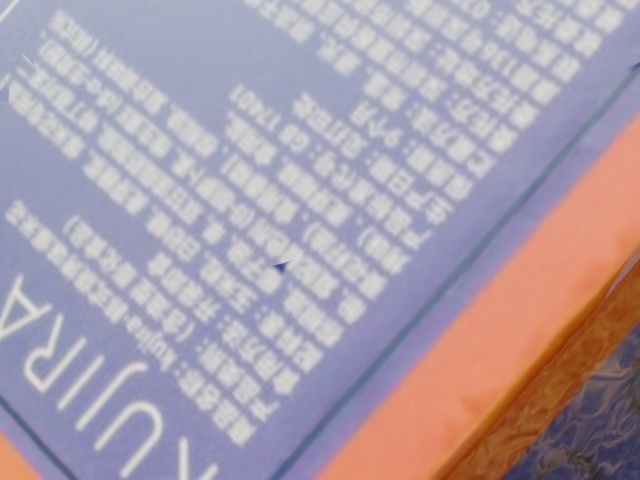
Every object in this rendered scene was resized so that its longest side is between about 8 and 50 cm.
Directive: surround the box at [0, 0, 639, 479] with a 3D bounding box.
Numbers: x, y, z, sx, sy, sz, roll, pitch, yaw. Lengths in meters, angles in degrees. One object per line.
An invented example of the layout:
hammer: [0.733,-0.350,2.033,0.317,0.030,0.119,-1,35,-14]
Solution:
box: [0.000,0.000,0.577,0.257,0.318,0.348,-47,56,-4]
